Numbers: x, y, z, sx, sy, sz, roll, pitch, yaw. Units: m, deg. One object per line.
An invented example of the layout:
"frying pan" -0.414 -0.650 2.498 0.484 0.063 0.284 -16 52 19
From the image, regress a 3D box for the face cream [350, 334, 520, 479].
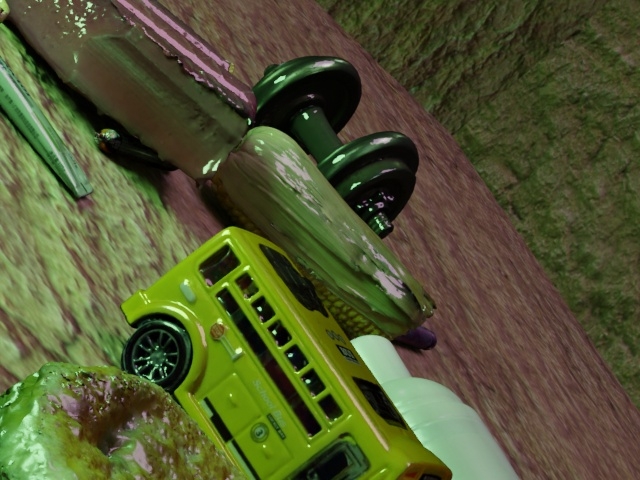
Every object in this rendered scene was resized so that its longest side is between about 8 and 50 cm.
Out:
"face cream" 0.096 0.217 1.558 0.145 0.145 0.370 36 17 -49

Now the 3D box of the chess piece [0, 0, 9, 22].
"chess piece" -0.295 -0.150 1.302 0.066 0.122 0.066 47 12 -13

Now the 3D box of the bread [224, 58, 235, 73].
"bread" -0.173 -0.198 2.146 0.084 0.080 0.109 27 -17 -27

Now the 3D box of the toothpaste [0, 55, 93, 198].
"toothpaste" -0.270 -0.119 1.539 0.197 0.029 0.048 52 12 -1

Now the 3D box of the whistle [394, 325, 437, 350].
"whistle" 0.110 0.118 2.206 0.033 0.033 0.176 54 12 22

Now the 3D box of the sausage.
"sausage" -0.188 -0.094 1.777 0.028 0.025 0.198 56 12 16

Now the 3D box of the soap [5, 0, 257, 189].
"soap" -0.200 -0.195 1.761 0.289 0.112 0.182 40 8 -12

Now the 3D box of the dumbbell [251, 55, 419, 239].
"dumbbell" 0.007 -0.117 2.180 0.290 0.192 0.192 56 13 26

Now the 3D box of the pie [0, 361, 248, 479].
"pie" -0.101 0.197 1.071 0.277 0.078 0.277 46 17 -19

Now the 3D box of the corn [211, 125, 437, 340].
"corn" 0.004 -0.003 1.950 0.305 0.122 0.123 45 -32 -20

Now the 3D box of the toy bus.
"toy bus" -0.013 0.154 1.321 0.331 0.151 0.145 54 10 23
